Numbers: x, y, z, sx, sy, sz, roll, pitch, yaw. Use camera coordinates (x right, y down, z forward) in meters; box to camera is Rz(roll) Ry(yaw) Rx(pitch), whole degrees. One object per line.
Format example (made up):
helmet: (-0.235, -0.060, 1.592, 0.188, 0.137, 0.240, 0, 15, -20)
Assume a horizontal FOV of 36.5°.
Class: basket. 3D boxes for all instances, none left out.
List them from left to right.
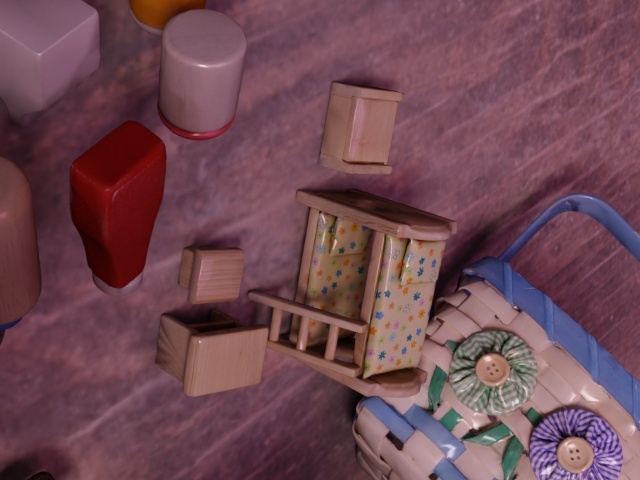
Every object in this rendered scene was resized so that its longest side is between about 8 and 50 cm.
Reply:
basket: (0.188, 0.122, 0.707, 0.289, 0.255, 0.201, -36, 154, -23)

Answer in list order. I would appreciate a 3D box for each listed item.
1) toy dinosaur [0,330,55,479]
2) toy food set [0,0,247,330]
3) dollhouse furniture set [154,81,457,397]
toy dinosaur: (-0.186, 0.196, 0.461, 0.160, 0.121, 0.313, 5, 106, -60)
toy food set: (-0.119, -0.039, 0.455, 0.232, 0.111, 0.104, -49, 166, -34)
dollhouse furniture set: (0.000, 0.000, 0.584, 0.161, 0.101, 0.181, -4, 108, -45)
